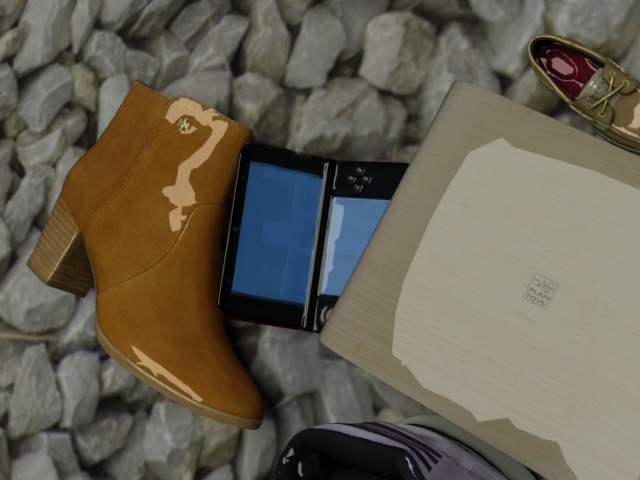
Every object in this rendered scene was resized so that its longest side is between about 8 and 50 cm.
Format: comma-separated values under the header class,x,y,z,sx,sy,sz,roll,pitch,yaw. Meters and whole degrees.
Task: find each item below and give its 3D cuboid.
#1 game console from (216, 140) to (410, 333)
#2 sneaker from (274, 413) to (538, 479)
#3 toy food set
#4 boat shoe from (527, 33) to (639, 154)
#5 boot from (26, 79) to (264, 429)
class,x,y,z,sx,sy,sz,roll,pitch,yaw
game console,0.000,0.000,0.953,0.124,0.085,0.144,4,83,32
sneaker,0.137,0.260,0.719,0.447,0.257,0.169,34,98,31
toy food set,0.167,0.042,0.855,0.306,0.092,0.219,28,91,26
boat shoe,0.202,-0.106,0.876,0.135,0.045,0.050,38,100,31
boot,-0.111,-0.001,1.011,0.295,0.104,0.211,36,96,30
